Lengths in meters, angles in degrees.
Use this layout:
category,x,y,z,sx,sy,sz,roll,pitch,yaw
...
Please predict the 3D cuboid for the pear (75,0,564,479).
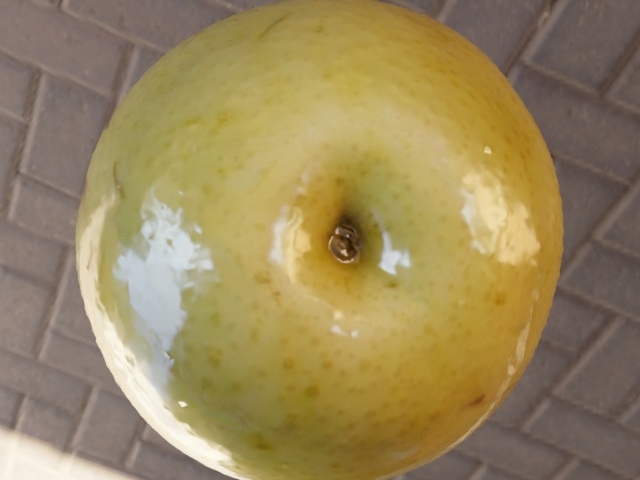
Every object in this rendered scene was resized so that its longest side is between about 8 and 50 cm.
category,x,y,z,sx,sy,sz,roll,pitch,yaw
pear,0.000,0.000,0.831,0.349,0.348,0.348,9,140,7
